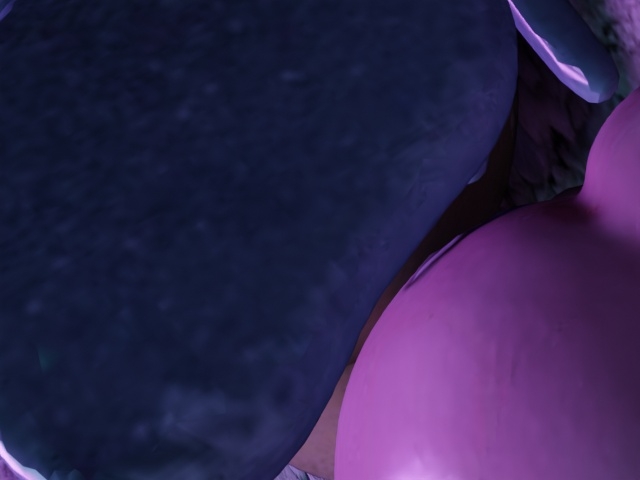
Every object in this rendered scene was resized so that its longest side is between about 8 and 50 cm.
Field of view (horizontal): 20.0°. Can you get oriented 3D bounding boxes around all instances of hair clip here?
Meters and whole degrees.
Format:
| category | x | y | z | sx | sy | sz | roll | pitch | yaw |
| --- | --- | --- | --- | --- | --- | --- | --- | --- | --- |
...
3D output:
| category | x | y | z | sx | sy | sz | roll | pitch | yaw |
| --- | --- | --- | --- | --- | --- | --- | --- | --- | --- |
| hair clip | -0.031 | -0.111 | 0.579 | 0.392 | 0.318 | 0.238 | 52 | 166 | 19 |

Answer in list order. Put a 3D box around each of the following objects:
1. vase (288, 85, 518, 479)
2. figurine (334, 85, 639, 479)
| category | x | y | z | sx | sy | sz | roll | pitch | yaw |
| --- | --- | --- | --- | --- | --- | --- | --- | --- | --- |
| vase | -0.057 | -0.041 | 0.888 | 0.329 | 0.241 | 0.302 | 18 | 155 | 22 |
| figurine | 0.119 | 0.103 | 0.700 | 0.261 | 0.211 | 0.269 | 57 | 165 | 9 |
